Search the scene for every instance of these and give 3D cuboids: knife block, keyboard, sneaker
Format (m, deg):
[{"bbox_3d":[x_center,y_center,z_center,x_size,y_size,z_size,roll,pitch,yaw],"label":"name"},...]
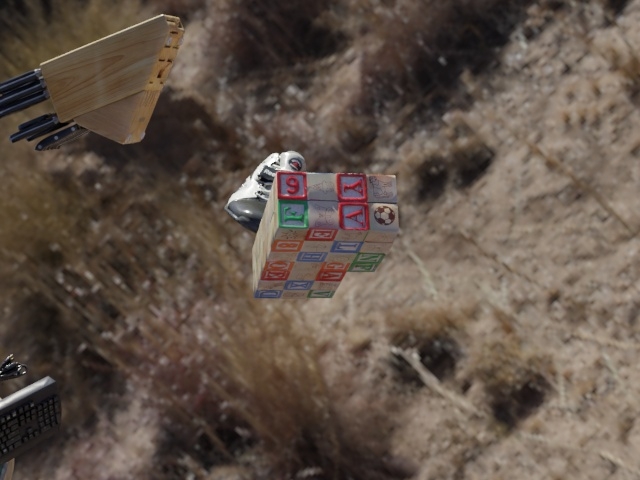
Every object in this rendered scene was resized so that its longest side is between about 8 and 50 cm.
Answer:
[{"bbox_3d":[-0.368,-0.255,1.857,0.088,0.242,0.275,-41,-24,-78],"label":"knife block"},{"bbox_3d":[-0.619,0.338,2.256,0.033,0.201,0.317,12,29,40],"label":"keyboard"},{"bbox_3d":[-0.093,-0.102,2.348,0.146,0.122,0.330,-57,6,17],"label":"sneaker"}]

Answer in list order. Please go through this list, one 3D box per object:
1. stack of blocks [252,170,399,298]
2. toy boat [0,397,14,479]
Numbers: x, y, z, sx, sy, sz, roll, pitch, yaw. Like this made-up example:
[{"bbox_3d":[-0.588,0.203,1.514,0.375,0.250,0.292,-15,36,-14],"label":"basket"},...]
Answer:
[{"bbox_3d":[0.000,0.000,1.801,0.297,0.171,0.087,116,154,-66],"label":"stack of blocks"},{"bbox_3d":[-0.750,0.438,2.362,0.318,0.148,0.267,-19,61,14],"label":"toy boat"}]
